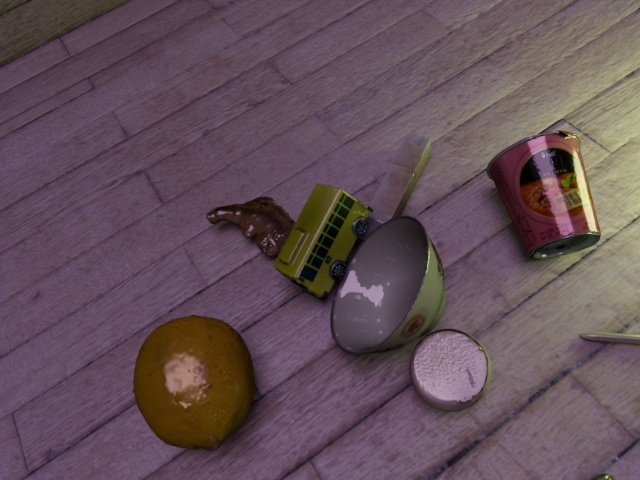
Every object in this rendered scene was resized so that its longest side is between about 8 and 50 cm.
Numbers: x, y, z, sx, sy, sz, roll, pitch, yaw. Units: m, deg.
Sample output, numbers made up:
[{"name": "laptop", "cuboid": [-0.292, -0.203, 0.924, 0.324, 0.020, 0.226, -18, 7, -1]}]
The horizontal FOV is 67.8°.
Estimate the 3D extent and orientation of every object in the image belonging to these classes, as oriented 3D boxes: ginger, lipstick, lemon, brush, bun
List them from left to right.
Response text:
[{"name": "lemon", "cuboid": [-0.272, 0.307, 1.039, 0.258, 0.258, 0.310, -23, 56, -4]}, {"name": "ginger", "cuboid": [-0.141, -0.041, 1.324, 0.333, 0.080, 0.166, 23, 52, 22]}, {"name": "lipstick", "cuboid": [0.203, -0.130, 1.310, 0.076, 0.080, 0.371, 20, 65, 21]}, {"name": "bun", "cuboid": [0.281, 0.283, 1.035, 0.172, 0.120, 0.173, -8, 61, 14]}, {"name": "brush", "cuboid": [0.729, 0.223, 1.042, 0.299, 0.042, 0.039, 1, 61, 15]}]

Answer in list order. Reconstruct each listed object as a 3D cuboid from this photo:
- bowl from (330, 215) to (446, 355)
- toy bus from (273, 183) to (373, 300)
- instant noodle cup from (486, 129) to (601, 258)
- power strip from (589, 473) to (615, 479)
[{"name": "bowl", "cuboid": [0.182, 0.124, 1.090, 0.157, 0.337, 0.337, 27, 61, -22]}, {"name": "toy bus", "cuboid": [0.000, 0.000, 1.187, 0.128, 0.150, 0.262, 22, 83, 54]}, {"name": "instant noodle cup", "cuboid": [0.553, -0.098, 1.158, 0.244, 0.244, 0.255, -11, 68, 4]}, {"name": "power strip", "cuboid": [0.403, 0.565, 0.888, 0.387, 0.066, 0.092, -24, 61, -7]}]
